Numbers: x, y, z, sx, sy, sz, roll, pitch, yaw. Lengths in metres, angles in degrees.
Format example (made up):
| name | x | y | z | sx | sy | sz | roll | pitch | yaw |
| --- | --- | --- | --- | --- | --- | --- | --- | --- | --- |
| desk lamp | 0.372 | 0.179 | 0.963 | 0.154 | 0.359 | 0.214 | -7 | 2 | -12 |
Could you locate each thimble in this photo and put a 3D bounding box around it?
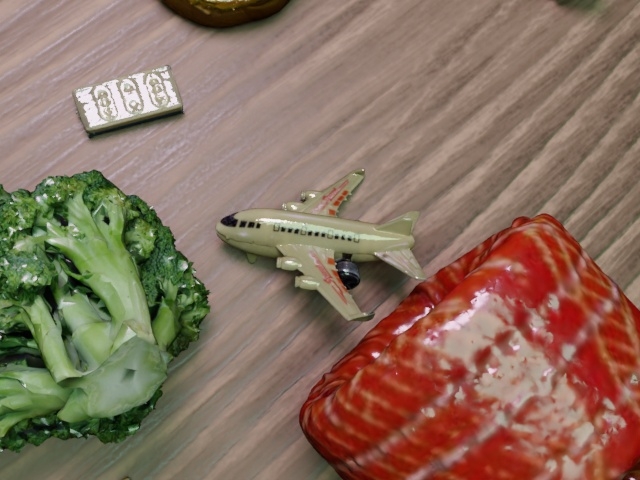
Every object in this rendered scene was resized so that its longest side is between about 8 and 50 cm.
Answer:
| name | x | y | z | sx | sy | sz | roll | pitch | yaw |
| --- | --- | --- | --- | --- | --- | --- | --- | --- | --- |
| thimble | 0.168 | 0.151 | 0.708 | 0.350 | 0.350 | 0.230 | -40 | 87 | -14 |

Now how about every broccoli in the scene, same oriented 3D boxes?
| name | x | y | z | sx | sy | sz | roll | pitch | yaw |
| --- | --- | --- | --- | --- | --- | --- | --- | --- | --- |
| broccoli | -0.247 | 0.082 | 0.652 | 0.308 | 0.275 | 0.307 | -15 | 119 | -29 |

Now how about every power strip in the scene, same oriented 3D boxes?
| name | x | y | z | sx | sy | sz | roll | pitch | yaw |
| --- | --- | --- | --- | --- | --- | --- | --- | --- | --- |
| power strip | -0.231 | -0.167 | 0.809 | 0.123 | 0.032 | 0.056 | -18 | 86 | -13 |

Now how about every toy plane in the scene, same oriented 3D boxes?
| name | x | y | z | sx | sy | sz | roll | pitch | yaw |
| --- | --- | --- | --- | --- | --- | --- | --- | --- | --- |
| toy plane | 0.000 | 0.000 | 0.797 | 0.244 | 0.092 | 0.229 | 0 | 48 | 2 |

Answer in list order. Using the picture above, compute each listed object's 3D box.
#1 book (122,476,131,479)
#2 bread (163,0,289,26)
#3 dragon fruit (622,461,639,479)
| name | x | y | z | sx | sy | sz | roll | pitch | yaw |
| --- | --- | --- | --- | --- | --- | --- | --- | --- | --- |
| book | -0.249 | 0.366 | 0.750 | 0.172 | 0.012 | 0.118 | -38 | 92 | -14 |
| bread | -0.124 | -0.380 | 0.839 | 0.236 | 0.070 | 0.236 | 2 | 81 | -12 |
| dragon fruit | 0.362 | 0.333 | 0.781 | 0.315 | 0.250 | 0.250 | -34 | 91 | 1 |
